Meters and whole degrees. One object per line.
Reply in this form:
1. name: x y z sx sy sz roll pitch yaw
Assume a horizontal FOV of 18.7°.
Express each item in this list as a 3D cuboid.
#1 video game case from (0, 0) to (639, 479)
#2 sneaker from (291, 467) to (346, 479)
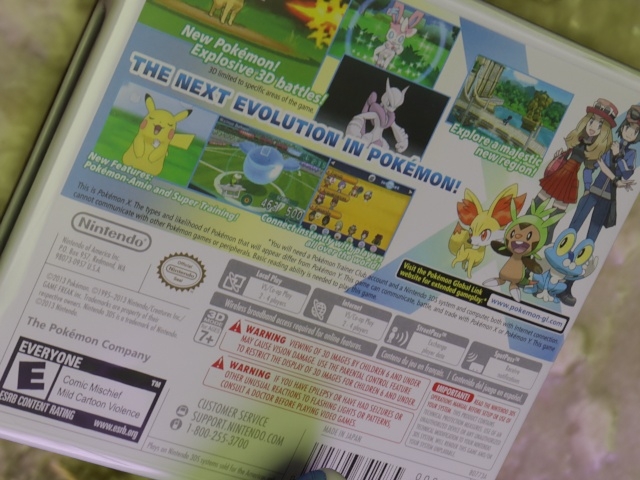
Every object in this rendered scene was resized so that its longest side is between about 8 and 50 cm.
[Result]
1. video game case: 0.000 0.000 1.027 0.329 0.036 0.300 20 102 -28
2. sneaker: -0.075 0.182 1.024 0.211 0.080 0.081 -35 114 10
